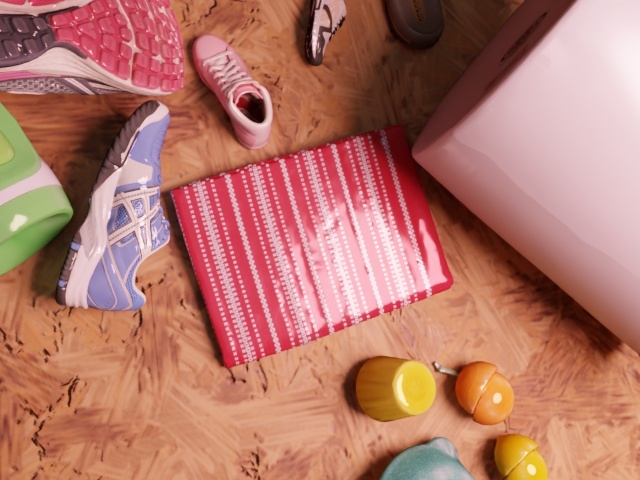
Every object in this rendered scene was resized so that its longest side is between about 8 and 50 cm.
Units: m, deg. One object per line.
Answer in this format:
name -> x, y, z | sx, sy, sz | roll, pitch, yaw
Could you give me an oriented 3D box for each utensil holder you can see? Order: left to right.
utensil holder -> 0.334, -0.081, 0.552 | 0.385, 0.327, 0.328 | 39, 76, -5

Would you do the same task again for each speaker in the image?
speaker -> -0.354, -0.106, 0.471 | 0.131, 0.131, 0.296 | -41, 95, -15

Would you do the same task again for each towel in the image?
towel -> 0.000, 0.000, 0.602 | 0.274, 0.031, 0.199 | -18, 90, -14

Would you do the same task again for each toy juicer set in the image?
toy juicer set -> 0.147, 0.283, 0.585 | 0.209, 0.089, 0.329 | 3, 74, -27

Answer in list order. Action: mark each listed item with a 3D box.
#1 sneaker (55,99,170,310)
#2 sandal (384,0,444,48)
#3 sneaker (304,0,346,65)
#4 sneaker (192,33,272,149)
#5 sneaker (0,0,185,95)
sneaker -> -0.183, -0.032, 0.539 | 0.081, 0.080, 0.211 | 20, 87, -21
sandal -> 0.096, -0.336, 0.649 | 0.089, 0.060, 0.220 | -15, 88, -16
sneaker -> 0.008, -0.248, 0.627 | 0.043, 0.040, 0.109 | 12, 81, -15
sneaker -> -0.088, -0.164, 0.577 | 0.051, 0.070, 0.134 | -28, 90, -14
sneaker -> -0.235, -0.180, 0.466 | 0.299, 0.112, 0.121 | -12, 93, -57
